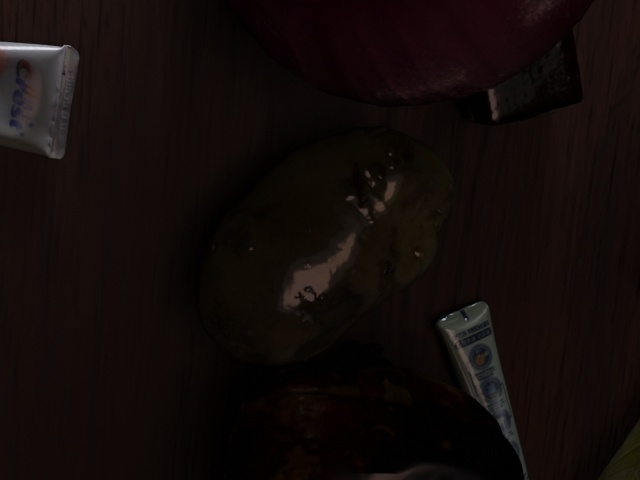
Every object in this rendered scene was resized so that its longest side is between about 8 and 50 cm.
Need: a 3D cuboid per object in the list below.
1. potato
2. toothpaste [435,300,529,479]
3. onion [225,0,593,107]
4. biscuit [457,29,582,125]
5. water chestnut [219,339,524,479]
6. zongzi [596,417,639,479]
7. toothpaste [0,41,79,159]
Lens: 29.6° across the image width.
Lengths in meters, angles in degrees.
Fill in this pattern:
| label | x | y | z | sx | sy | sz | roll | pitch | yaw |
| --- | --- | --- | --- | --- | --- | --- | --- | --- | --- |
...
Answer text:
| label | x | y | z | sx | sy | sz | roll | pitch | yaw |
| --- | --- | --- | --- | --- | --- | --- | --- | --- | --- |
| potato | 0.000 | 0.000 | 1.087 | 0.262 | 0.165 | 0.165 | -33 | 108 | -12 |
| toothpaste | 0.174 | 0.180 | 1.237 | 0.062 | 0.039 | 0.239 | -22 | 104 | -17 |
| onion | 0.053 | -0.276 | 0.938 | 0.345 | 0.358 | 0.358 | -30 | 112 | -49 |
| biscuit | 0.170 | -0.236 | 1.138 | 0.106 | 0.070 | 0.252 | -17 | 105 | -14 |
| water chestnut | 0.037 | 0.227 | 1.100 | 0.289 | 0.244 | 0.289 | -7 | 109 | -21 |
| zongzi | 0.295 | 0.278 | 1.260 | 0.228 | 0.115 | 0.256 | -13 | 98 | -10 |
| toothpaste | -0.364 | -0.135 | 0.998 | 0.323 | 0.066 | 0.100 | 6 | 99 | -24 |
